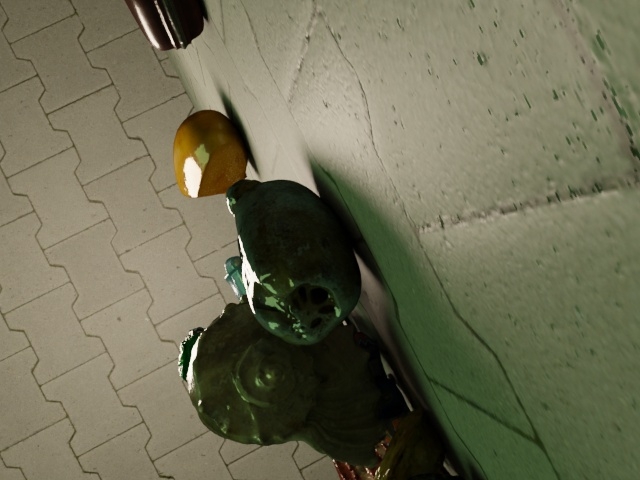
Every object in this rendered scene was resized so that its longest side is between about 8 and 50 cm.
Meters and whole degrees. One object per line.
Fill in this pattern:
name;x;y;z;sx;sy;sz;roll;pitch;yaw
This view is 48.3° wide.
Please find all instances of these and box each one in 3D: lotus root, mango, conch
lotus root;-0.041;0.001;0.932;0.322;0.140;0.158;-117;20;-54
mango;-0.265;-0.198;1.696;0.199;0.201;0.350;34;164;0
conch;-0.025;0.193;1.022;0.297;0.210;0.352;33;-176;5

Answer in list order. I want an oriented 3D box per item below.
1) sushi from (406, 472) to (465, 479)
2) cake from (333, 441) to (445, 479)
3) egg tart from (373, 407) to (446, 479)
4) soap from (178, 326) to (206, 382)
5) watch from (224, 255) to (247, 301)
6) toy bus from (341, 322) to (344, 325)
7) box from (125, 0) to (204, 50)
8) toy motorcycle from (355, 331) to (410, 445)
sushi;0.156;0.452;0.906;0.171;0.211;0.350;-116;12;-51
cake;0.117;0.384;1.165;0.159;0.158;0.262;60;171;14
egg tart;0.122;0.327;0.995;0.074;0.191;0.191;22;156;21
soap;-0.106;0.187;1.276;0.218;0.273;0.098;44;-143;-83
watch;-0.087;0.058;1.288;0.211;0.211;0.193;62;156;7
toy bus;-0.037;0.154;1.465;0.330;0.144;0.152;58;-170;23
box;-0.319;-0.504;1.183;0.404;0.108;0.263;61;173;21
toy motorcycle;0.095;0.245;1.124;0.114;0.076;0.205;104;144;-74
